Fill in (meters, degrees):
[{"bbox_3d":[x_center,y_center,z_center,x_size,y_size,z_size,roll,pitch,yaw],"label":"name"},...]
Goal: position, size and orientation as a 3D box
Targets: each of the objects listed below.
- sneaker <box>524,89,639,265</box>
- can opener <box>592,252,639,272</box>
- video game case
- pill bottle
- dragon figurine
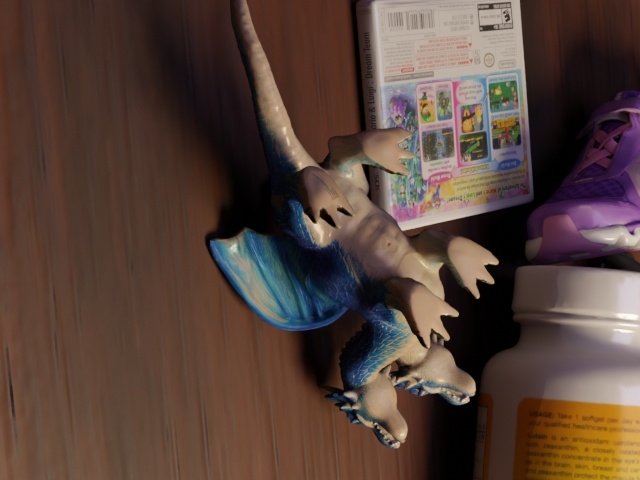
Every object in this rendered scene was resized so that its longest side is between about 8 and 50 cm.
[{"bbox_3d":[0.209,-0.049,1.214,0.236,0.095,0.104,-22,102,-52],"label":"sneaker"},{"bbox_3d":[0.241,0.063,1.195,0.073,0.186,0.059,3,112,-24],"label":"can opener"},{"bbox_3d":[0.082,-0.086,1.119,0.157,0.019,0.143,-12,100,-48],"label":"video game case"},{"bbox_3d":[0.168,0.143,1.129,0.136,0.136,0.245,9,84,-48],"label":"pill bottle"},{"bbox_3d":[0.000,0.000,0.977,0.289,0.144,0.085,49,56,-14],"label":"dragon figurine"}]
